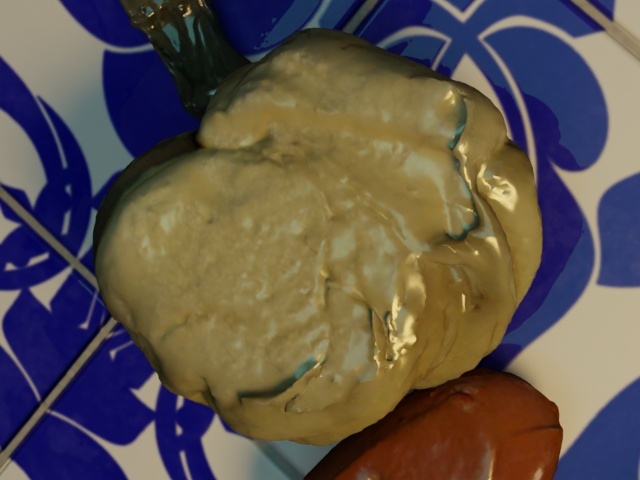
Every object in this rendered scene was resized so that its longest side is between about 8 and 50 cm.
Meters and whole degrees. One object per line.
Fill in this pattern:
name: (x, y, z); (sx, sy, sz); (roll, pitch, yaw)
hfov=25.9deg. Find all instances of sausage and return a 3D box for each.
sausage: (0.090, 0.215, 1.206); (0.268, 0.141, 0.153); (-39, 69, 15)

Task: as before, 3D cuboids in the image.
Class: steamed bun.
steamed bun: (0.005, 0.001, 1.175); (0.372, 0.230, 0.325); (-45, 73, 13)

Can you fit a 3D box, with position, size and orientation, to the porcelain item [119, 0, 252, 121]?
porcelain item: (-0.102, -0.151, 1.289); (0.081, 0.069, 0.216); (-30, 90, 11)
